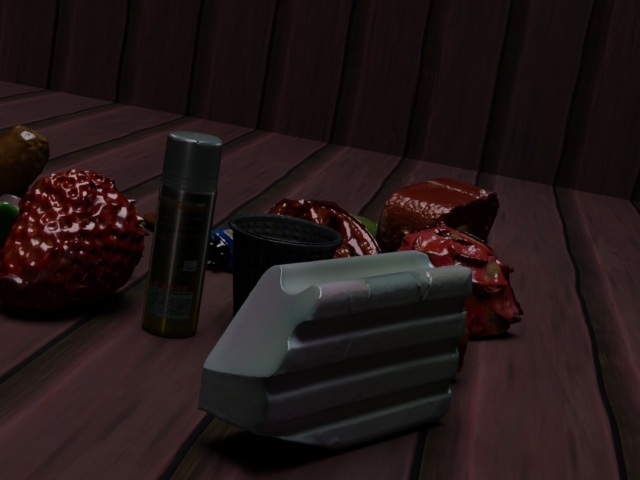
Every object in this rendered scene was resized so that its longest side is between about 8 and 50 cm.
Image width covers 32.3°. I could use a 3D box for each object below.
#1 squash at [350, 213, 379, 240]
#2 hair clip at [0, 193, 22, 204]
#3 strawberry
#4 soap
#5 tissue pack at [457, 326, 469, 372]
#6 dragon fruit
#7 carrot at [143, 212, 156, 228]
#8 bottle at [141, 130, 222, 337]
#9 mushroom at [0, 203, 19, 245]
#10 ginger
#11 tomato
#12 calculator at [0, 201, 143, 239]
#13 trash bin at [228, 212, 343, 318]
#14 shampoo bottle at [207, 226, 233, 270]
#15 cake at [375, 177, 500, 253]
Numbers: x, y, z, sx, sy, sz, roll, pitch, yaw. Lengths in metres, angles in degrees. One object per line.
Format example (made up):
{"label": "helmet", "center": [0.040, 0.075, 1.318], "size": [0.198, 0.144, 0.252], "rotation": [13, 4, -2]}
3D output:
{"label": "squash", "center": [-0.006, 0.001, 2.031], "size": [0.118, 0.118, 0.370], "rotation": [19, 17, 34]}
{"label": "hair clip", "center": [-0.537, -0.054, 1.927], "size": [0.173, 0.069, 0.300], "rotation": [-15, -14, 40]}
{"label": "strawberry", "center": [-0.376, 0.014, 1.612], "size": [0.205, 0.205, 0.244], "rotation": [15, 34, 22]}
{"label": "soap", "center": [0.026, 0.131, 1.305], "size": [0.115, 0.208, 0.347], "rotation": [19, 17, 41]}
{"label": "tissue pack", "center": [0.073, 0.135, 1.575], "size": [0.226, 0.092, 0.183], "rotation": [2, 15, -35]}
{"label": "dragon fruit", "center": [0.208, 0.080, 1.837], "size": [0.261, 0.163, 0.189], "rotation": [14, 41, 16]}
{"label": "carrot", "center": [-0.267, -0.016, 2.084], "size": [0.043, 0.043, 0.248], "rotation": [-2, 16, -41]}
{"label": "bottle", "center": [-0.195, -0.010, 1.562], "size": [0.082, 0.286, 0.082], "rotation": [9, 14, -2]}
{"label": "mushroom", "center": [-0.475, -0.020, 1.818], "size": [0.278, 0.099, 0.096], "rotation": [-2, -21, -31]}
{"label": "ginger", "center": [-0.638, -0.134, 2.009], "size": [0.321, 0.172, 0.165], "rotation": [-3, 48, 3]}
{"label": "tomato", "center": [-0.003, 0.033, 1.841], "size": [0.228, 0.101, 0.228], "rotation": [16, 42, -15]}
{"label": "calculator", "center": [-0.400, -0.018, 1.762], "size": [0.234, 0.146, 0.032], "rotation": [5, 25, -16]}
{"label": "trash bin", "center": [-0.062, 0.056, 1.655], "size": [0.175, 0.161, 0.175], "rotation": [8, 12, -2]}
{"label": "shampoo bottle", "center": [-0.150, 0.013, 1.991], "size": [0.087, 0.050, 0.183], "rotation": [50, 27, 16]}
{"label": "cake", "center": [0.229, -0.017, 2.157], "size": [0.150, 0.177, 0.283], "rotation": [18, 21, 29]}
